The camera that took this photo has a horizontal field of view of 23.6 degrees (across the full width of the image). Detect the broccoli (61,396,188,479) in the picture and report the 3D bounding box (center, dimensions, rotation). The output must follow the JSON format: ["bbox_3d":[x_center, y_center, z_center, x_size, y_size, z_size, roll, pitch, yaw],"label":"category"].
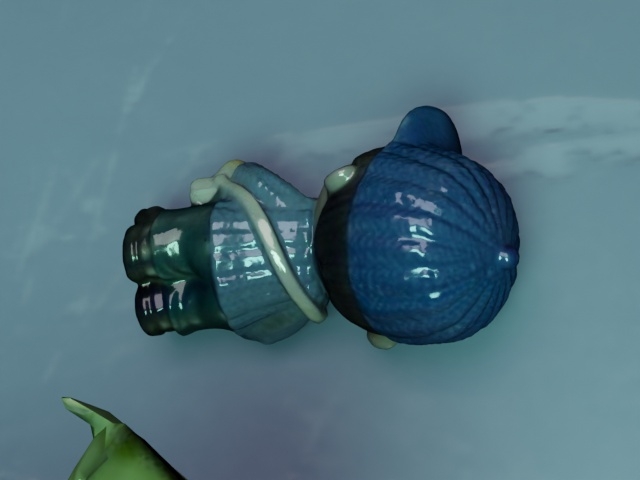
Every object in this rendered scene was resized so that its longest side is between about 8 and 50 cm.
[{"bbox_3d":[-0.114,0.213,0.391,0.318,0.277,0.338,-22,64,9],"label":"broccoli"}]

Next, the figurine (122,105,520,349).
[{"bbox_3d":[0.000,0.000,0.576,0.149,0.087,0.086,-8,101,12],"label":"figurine"}]
